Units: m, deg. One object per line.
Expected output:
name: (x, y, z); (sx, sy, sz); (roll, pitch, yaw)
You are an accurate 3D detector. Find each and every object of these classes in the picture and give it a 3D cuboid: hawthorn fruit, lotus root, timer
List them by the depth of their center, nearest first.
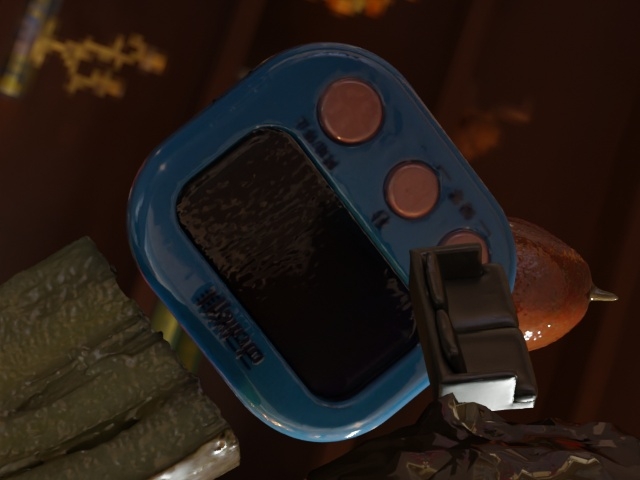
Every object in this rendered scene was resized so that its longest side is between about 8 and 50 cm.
lotus root: (-0.242, 0.180, 1.692); (0.260, 0.267, 0.149); (-33, 146, -13)
timer: (0.000, 0.000, 1.768); (0.309, 0.340, 0.115); (-39, -169, -7)
hawthorn fruit: (0.251, 0.059, 2.337); (0.199, 0.251, 0.199); (-177, -90, -89)

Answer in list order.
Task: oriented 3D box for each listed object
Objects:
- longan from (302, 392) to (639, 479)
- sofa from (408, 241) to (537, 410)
longan: (0.131, 0.295, 1.316); (0.391, 0.391, 0.391); (-160, -90, -85)
sofa: (0.123, 0.066, 1.501); (0.060, 0.085, 0.147); (92, -9, -46)
